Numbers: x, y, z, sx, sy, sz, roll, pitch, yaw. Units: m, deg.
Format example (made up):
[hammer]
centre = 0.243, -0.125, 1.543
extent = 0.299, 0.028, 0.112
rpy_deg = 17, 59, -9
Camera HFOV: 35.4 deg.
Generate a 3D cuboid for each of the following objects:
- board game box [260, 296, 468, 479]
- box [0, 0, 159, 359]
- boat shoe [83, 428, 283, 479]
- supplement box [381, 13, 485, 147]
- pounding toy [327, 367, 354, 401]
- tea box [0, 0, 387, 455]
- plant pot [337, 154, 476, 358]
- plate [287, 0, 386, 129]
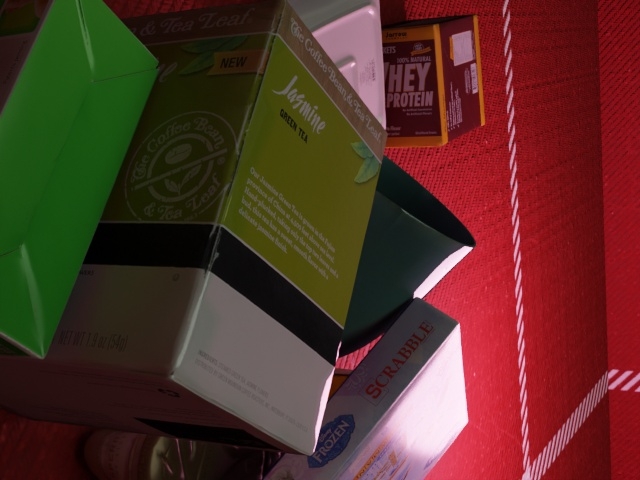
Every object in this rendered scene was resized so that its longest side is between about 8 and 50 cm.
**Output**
[board game box]
centre = 0.055, 0.265, 1.202
extent = 0.318, 0.066, 0.318
rpy_deg = -47, 153, -18
[box]
centre = -0.281, -0.056, 0.762
extent = 0.127, 0.231, 0.261
rpy_deg = 49, 50, -50
[boat shoe]
centre = -0.133, 0.273, 1.157
extent = 0.341, 0.110, 0.121
rpy_deg = 46, 51, -52
[supplement box]
centre = 0.172, -0.264, 1.653
extent = 0.194, 0.129, 0.191
rpy_deg = -29, 116, -57
[pounding toy]
centre = 0.019, 0.236, 1.341
extent = 0.141, 0.130, 0.100
rpy_deg = -58, 139, -41
[tea box]
centre = -0.155, -0.007, 0.887
extent = 0.220, 0.329, 0.323
rpy_deg = 45, 52, -51
[plant pot]
centre = -0.002, 0.004, 1.205
extent = 0.235, 0.293, 0.293
rpy_deg = -52, 152, 13
[plate]
centre = 0.017, -0.213, 1.393
extent = 0.278, 0.045, 0.277
rpy_deg = -37, 131, -44
